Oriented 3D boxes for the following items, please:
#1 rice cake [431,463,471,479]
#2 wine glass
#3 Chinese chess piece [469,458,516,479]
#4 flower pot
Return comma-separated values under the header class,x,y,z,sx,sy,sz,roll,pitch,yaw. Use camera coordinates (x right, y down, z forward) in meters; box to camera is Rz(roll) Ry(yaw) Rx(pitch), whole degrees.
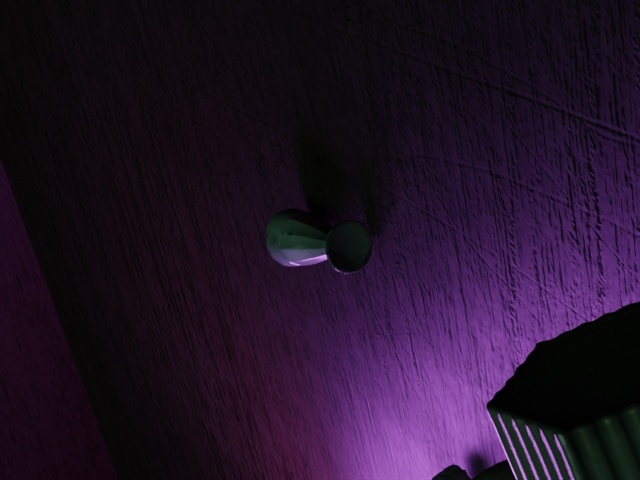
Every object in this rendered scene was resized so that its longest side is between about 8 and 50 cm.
class,x,y,z,sx,sy,sz,roll,pitch,yaw
rice cake,0.204,0.392,2.340,0.042,0.045,0.245,16,134,57
wine glass,0.000,0.000,2.220,0.155,0.073,0.073,6,125,60
Chinese chess piece,0.265,0.380,1.883,0.349,0.146,0.349,16,120,31
flower pot,0.286,0.183,1.629,0.209,0.239,0.190,-10,113,37
